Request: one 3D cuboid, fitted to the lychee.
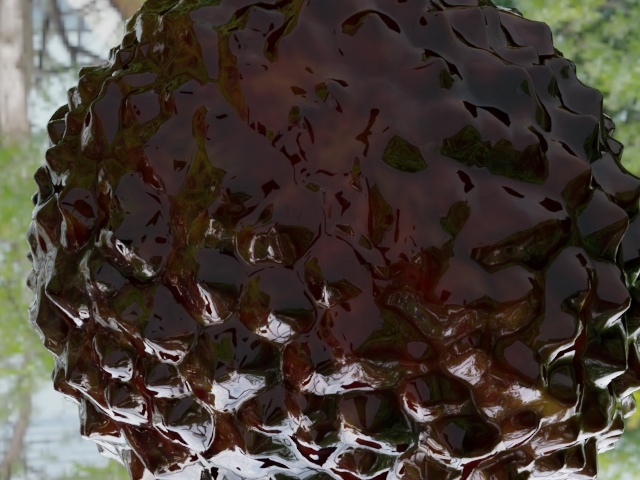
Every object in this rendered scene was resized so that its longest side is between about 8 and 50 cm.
[{"bbox_3d":[0.000,0.000,0.897,0.425,0.424,0.500,-14,-141,-31],"label":"lychee"}]
